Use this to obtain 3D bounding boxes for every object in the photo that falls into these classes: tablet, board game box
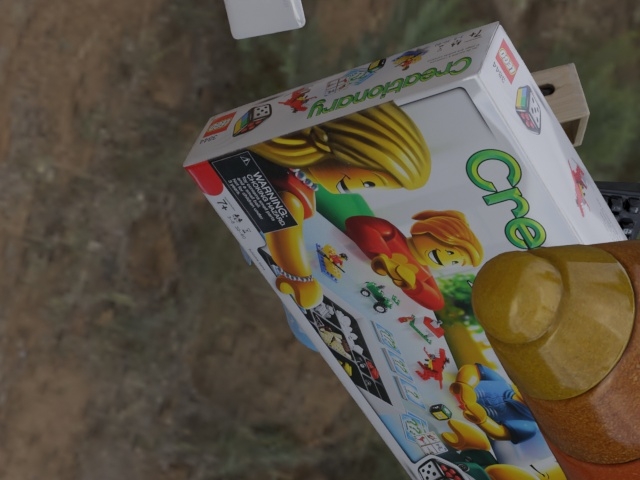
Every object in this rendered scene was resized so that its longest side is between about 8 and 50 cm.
[{"bbox_3d":[-0.043,-0.174,1.065,0.006,0.054,0.083,-36,116,-61],"label":"tablet"},{"bbox_3d":[0.085,0.034,0.930,0.305,0.193,0.053,55,39,-26],"label":"board game box"}]

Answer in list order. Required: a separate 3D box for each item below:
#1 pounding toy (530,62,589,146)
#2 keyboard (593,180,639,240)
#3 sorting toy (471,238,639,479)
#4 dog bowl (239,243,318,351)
[{"bbox_3d":[0.251,-0.170,2.059,0.130,0.141,0.100,81,-4,-71],"label":"pounding toy"},{"bbox_3d":[0.180,0.032,1.103,0.023,0.108,0.180,-96,-169,-45],"label":"keyboard"},{"bbox_3d":[0.167,-0.059,0.477,0.126,0.127,0.365,25,111,-40],"label":"sorting toy"},{"bbox_3d":[0.000,0.000,1.890,0.166,0.297,0.074,-30,138,-5],"label":"dog bowl"}]
